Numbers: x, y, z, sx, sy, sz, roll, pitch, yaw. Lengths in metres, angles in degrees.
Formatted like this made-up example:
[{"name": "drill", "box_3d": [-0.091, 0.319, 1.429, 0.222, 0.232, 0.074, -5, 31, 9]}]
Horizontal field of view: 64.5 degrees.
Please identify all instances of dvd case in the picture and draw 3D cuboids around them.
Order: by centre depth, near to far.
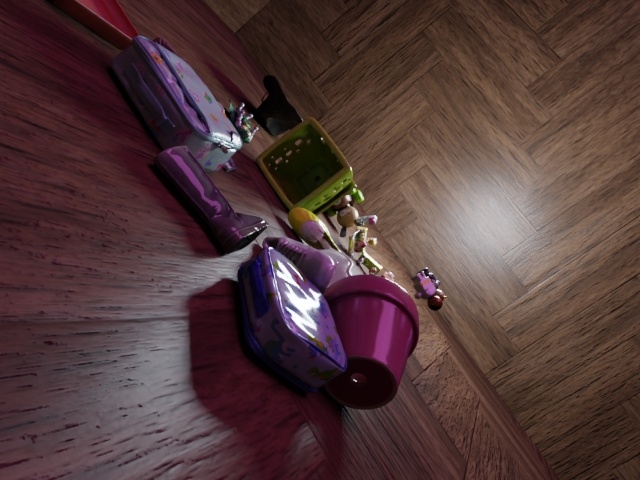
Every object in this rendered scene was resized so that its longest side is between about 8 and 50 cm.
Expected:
[{"name": "dvd case", "box_3d": [-0.257, -0.224, 1.264, 0.119, 0.013, 0.087, 50, 12, -5]}]

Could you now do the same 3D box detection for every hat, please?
[{"name": "hat", "box_3d": [-0.195, -0.531, 2.137, 0.331, 0.134, 0.331, 55, -7, 10]}]

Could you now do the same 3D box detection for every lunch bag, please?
[{"name": "lunch bag", "box_3d": [-0.053, 0.121, 0.821, 0.176, 0.090, 0.219, 45, 13, -36]}, {"name": "lunch bag", "box_3d": [-0.290, -0.276, 1.049, 0.279, 0.108, 0.224, 54, 11, 9]}]

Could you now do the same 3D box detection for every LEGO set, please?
[{"name": "LEGO set", "box_3d": [0.171, 0.055, 1.879, 0.107, 0.132, 0.287, -33, 109, -62]}]

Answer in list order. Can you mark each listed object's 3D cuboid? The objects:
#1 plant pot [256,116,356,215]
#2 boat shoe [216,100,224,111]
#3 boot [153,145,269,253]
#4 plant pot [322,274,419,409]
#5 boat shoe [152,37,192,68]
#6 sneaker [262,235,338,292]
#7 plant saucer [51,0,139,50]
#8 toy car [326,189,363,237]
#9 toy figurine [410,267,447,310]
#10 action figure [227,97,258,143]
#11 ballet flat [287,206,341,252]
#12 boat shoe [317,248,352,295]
[{"name": "plant pot", "box_3d": [-0.030, -0.209, 1.603, 0.227, 0.228, 0.207, 56, 6, 20]}, {"name": "boat shoe", "box_3d": [-0.337, -0.359, 1.300, 0.065, 0.075, 0.206, 8, -9, 33]}, {"name": "boot", "box_3d": [-0.199, -0.079, 0.943, 0.208, 0.076, 0.189, 46, 9, 3]}, {"name": "plant pot", "box_3d": [0.079, 0.193, 0.918, 0.201, 0.201, 0.180, 48, 28, -19]}, {"name": "boat shoe", "box_3d": [-0.399, -0.479, 1.378, 0.152, 0.056, 0.049, 53, -22, -24]}, {"name": "sneaker", "box_3d": [-0.047, 0.042, 1.012, 0.095, 0.090, 0.235, 33, -7, -25]}, {"name": "plant saucer", "box_3d": [-0.521, -0.537, 1.096, 0.259, 0.047, 0.258, 55, 12, 16]}, {"name": "toy car", "box_3d": [0.096, -0.107, 1.990, 0.149, 0.155, 0.188, 37, 32, -53]}, {"name": "toy figurine", "box_3d": [0.319, 0.205, 1.730, 0.148, 0.209, 0.213, 60, 13, 8]}, {"name": "action figure", "box_3d": [-0.250, -0.376, 1.645, 0.137, 0.063, 0.232, 49, 15, -33]}, {"name": "ballet flat", "box_3d": [0.000, 0.000, 1.412, 0.231, 0.077, 0.077, 51, -5, -21]}, {"name": "boat shoe", "box_3d": [0.035, 0.117, 1.248, 0.319, 0.116, 0.099, -120, -149, -62]}]
